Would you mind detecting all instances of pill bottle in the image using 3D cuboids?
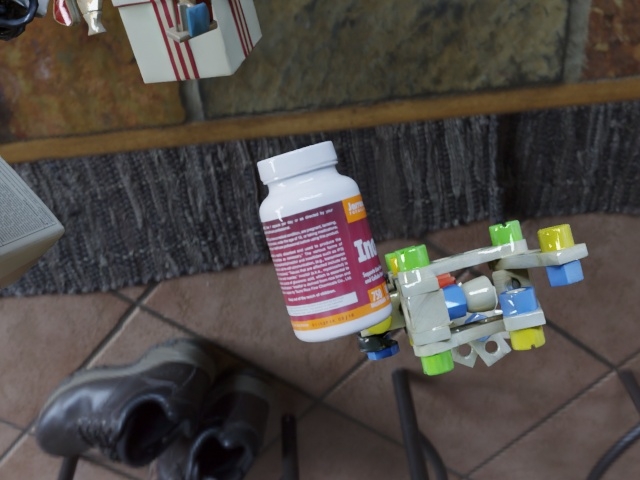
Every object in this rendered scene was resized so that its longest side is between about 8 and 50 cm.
[{"bbox_3d":[0.000,0.000,0.644,0.086,0.086,0.152,-16,95,9],"label":"pill bottle"}]

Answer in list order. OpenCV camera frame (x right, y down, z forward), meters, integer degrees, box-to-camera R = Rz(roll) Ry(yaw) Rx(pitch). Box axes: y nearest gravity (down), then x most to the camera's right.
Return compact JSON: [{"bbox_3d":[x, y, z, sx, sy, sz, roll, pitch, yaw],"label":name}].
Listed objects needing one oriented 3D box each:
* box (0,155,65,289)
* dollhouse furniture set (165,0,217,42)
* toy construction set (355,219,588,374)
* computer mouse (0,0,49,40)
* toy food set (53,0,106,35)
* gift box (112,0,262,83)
[{"bbox_3d":[-0.446,0.009,0.870,0.121,0.311,0.148,-40,91,21],"label":"box"},{"bbox_3d":[-0.143,-0.375,1.107,0.129,0.129,0.184,-32,140,-30],"label":"dollhouse furniture set"},{"bbox_3d":[0.137,0.062,0.825,0.215,0.151,0.328,-15,167,1],"label":"toy construction set"},{"bbox_3d":[-0.239,-0.253,0.435,0.072,0.272,0.188,-35,145,28],"label":"computer mouse"},{"bbox_3d":[-0.210,-0.235,0.656,0.078,0.019,0.122,8,111,31],"label":"toy food set"},{"bbox_3d":[-0.264,-0.515,1.685,0.276,0.255,0.258,-6,125,14],"label":"gift box"}]
